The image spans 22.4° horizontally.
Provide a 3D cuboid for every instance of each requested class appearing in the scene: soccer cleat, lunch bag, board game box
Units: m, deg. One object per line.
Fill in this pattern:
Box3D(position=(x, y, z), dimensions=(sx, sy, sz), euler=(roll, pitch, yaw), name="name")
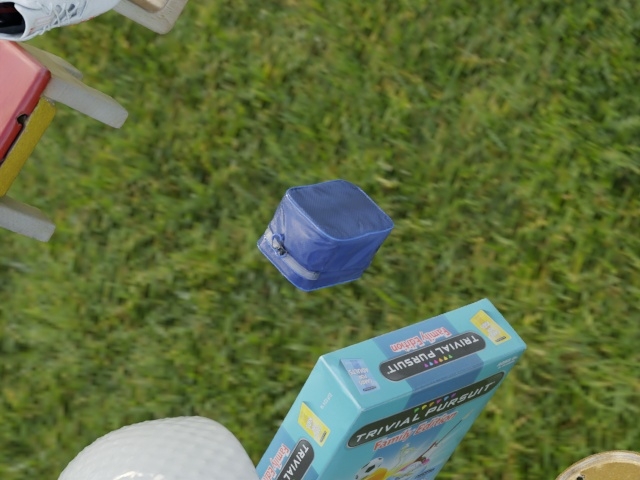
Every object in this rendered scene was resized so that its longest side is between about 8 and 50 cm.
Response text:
Box3D(position=(-0.125, -0.103, 0.714), dimensions=(0.035, 0.083, 0.029), euler=(-127, 33, -51), name="soccer cleat")
Box3D(position=(0.000, 0.000, 1.266), dimensions=(0.067, 0.098, 0.065), euler=(47, 125, 27), name="lunch bag")
Box3D(position=(0.052, 0.229, 1.792), dimensions=(0.079, 0.254, 0.336), euler=(51, 135, 25), name="board game box")

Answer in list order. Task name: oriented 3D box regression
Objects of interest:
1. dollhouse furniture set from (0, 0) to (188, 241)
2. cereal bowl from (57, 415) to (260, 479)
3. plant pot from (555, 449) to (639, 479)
Box3D(position=(-0.172, -0.217, 0.968), dimensions=(0.201, 0.152, 0.374), euler=(38, 98, 38), name="dollhouse furniture set")
Box3D(position=(-0.137, 0.294, 1.128), dimensions=(0.339, 0.141, 0.339), euler=(180, 90, -66), name="cereal bowl")
Box3D(position=(0.317, 0.339, 1.587), dimensions=(0.237, 0.254, 0.237), euler=(-19, 29, 11), name="plant pot")
